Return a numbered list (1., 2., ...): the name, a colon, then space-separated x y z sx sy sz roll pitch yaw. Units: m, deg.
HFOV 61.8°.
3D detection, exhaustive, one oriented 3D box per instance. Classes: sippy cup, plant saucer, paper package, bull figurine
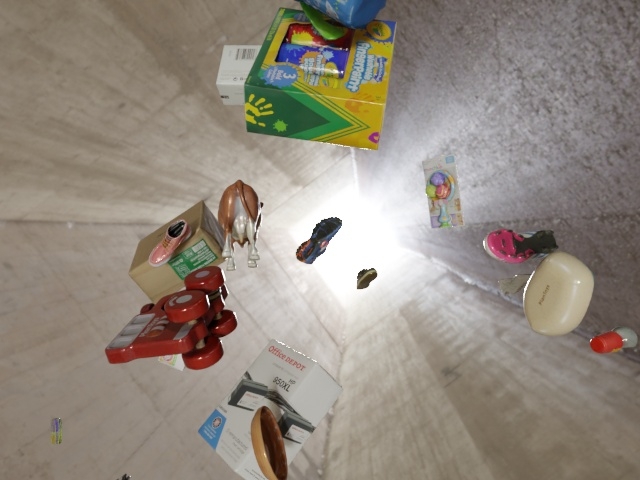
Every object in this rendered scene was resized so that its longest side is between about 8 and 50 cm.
1. sippy cup: 0.051 -0.655 1.331 0.224 0.240 0.305 44 -172 13
2. plant saucer: -0.136 0.533 1.390 0.200 0.037 0.200 -19 -90 -85
3. paper package: -0.525 0.040 2.001 0.168 0.325 0.309 56 -174 -26
4. bull figurine: -0.183 -0.034 1.244 0.310 0.101 0.188 101 165 -78

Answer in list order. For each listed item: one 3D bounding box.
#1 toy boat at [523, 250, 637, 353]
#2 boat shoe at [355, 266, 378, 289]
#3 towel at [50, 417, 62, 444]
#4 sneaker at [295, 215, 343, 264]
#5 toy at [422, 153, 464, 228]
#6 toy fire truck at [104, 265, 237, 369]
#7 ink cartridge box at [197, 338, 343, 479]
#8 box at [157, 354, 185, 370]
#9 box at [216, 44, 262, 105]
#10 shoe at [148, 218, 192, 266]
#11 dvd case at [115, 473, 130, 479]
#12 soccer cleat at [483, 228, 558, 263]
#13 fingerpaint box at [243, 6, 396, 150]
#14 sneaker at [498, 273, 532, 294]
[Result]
1. toy boat: 0.728 0.198 1.517 0.318 0.148 0.267 53 138 44
2. boat shoe: 0.137 0.111 1.670 0.152 0.056 0.049 119 138 -62
3. towel: -0.619 0.447 1.254 0.009 0.083 0.060 3 -106 -37
4. sneaker: 0.000 0.000 1.964 0.083 0.221 0.087 43 175 32
5. toy: 0.393 -0.156 1.771 0.137 0.056 0.237 -6 97 50
6. toy fire truck: -0.362 0.193 1.337 0.302 0.254 0.169 -72 -28 -65
7. ink cartridge box: -0.161 0.545 1.722 0.285 0.395 0.166 12 147 53
8. box: -0.520 0.374 2.030 0.103 0.203 0.114 21 -179 1
9. box: -0.257 -0.584 1.893 0.119 0.181 0.181 78 -165 -65
10. shoe: -0.492 0.005 1.726 0.063 0.178 0.081 40 165 10
11. dvd case: -0.523 0.630 1.170 0.018 0.221 0.164 52 -172 -20
12. soccer cleat: 0.643 0.031 1.781 0.143 0.331 0.116 -34 63 55
13. fingerpaint box: 0.015 -0.482 1.539 0.163 0.371 0.444 95 -174 -49
14. sneaker: 0.704 0.155 1.906 0.152 0.054 0.061 -35 57 58
